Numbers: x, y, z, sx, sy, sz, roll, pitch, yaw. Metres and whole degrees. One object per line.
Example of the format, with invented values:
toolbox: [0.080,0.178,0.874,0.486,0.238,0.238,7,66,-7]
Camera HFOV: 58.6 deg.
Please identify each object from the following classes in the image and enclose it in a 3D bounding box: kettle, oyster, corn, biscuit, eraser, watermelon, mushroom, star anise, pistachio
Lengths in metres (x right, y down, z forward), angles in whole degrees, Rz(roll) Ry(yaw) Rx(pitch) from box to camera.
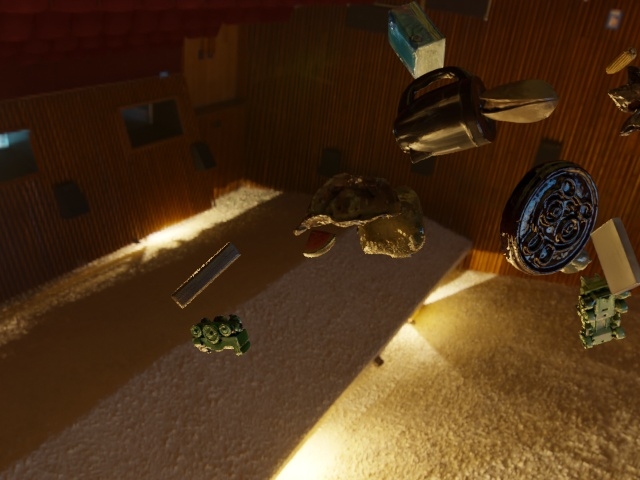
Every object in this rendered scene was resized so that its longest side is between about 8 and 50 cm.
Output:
kettle: [0.395,-0.437,1.943,0.324,0.320,0.228,-13,164,33]
oyster: [0.089,-0.129,1.960,0.396,0.111,0.204,-6,-116,24]
corn: [0.791,-0.471,1.502,0.037,0.037,0.092,2,165,-11]
biscuit: [0.774,-0.069,1.905,0.408,0.407,0.091,-8,-158,-28]
eraser: [0.646,0.035,1.245,0.023,0.104,0.150,-10,-109,-5]
watermelon: [0.000,0.000,2.024,0.125,0.135,0.094,-6,-113,-59]
mushroom: [0.273,-0.040,2.208,0.218,0.291,0.212,-11,-147,-20]
star anise: [1.041,-0.402,1.759,0.332,0.331,0.117,0,173,-15]
pistachio: [0.591,-0.414,1.704,0.226,0.135,0.136,1,-157,19]

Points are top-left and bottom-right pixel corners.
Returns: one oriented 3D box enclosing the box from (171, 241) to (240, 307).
box: [-0.351,0.104,1.758,0.244,0.055,0.103,-43,-173,-8]

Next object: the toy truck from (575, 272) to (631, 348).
toy truck: [0.822,0.197,1.695,0.128,0.259,0.135,-18,-145,5]

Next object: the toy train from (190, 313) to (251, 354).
toy train: [-0.285,0.267,1.605,0.178,0.104,0.071,-8,-162,30]

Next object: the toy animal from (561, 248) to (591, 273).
toy animal: [0.966,0.049,2.271,0.251,0.127,0.125,20,-143,-42]

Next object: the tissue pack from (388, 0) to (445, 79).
tissue pack: [0.393,-0.822,2.362,0.146,0.198,0.263,-21,-119,-4]
